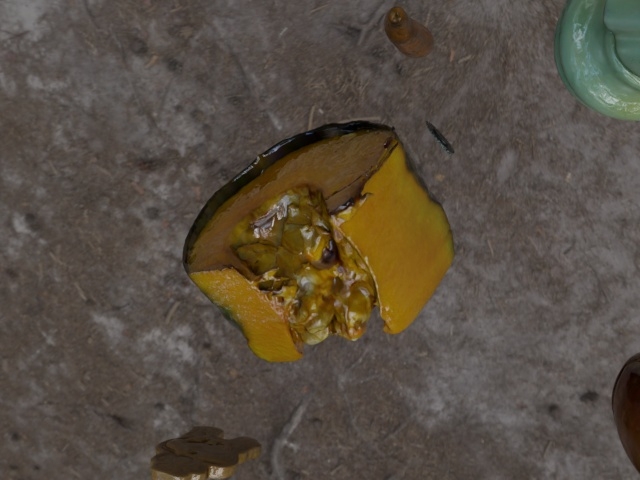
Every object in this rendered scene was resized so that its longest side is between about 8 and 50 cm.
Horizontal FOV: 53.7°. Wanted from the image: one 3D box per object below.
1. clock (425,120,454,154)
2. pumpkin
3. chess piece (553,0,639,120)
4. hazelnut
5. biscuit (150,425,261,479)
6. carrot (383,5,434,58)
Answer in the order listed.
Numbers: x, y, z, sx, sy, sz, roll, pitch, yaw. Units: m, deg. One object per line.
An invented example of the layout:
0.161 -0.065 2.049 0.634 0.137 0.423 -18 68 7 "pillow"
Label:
0.230 -0.199 1.222 0.010 0.074 0.083 -40 88 25 "clock"
0.000 0.000 0.798 0.303 0.256 0.225 -16 123 22 "pumpkin"
0.336 -0.188 0.555 0.175 0.298 0.176 0 103 -2 "chess piece"
0.356 0.167 0.600 0.143 0.154 0.143 26 125 45 "hazelnut"
-0.200 0.362 1.073 0.143 0.236 0.040 4 88 19 "biscuit"
0.135 -0.327 0.994 0.059 0.248 0.059 2 98 19 "carrot"
